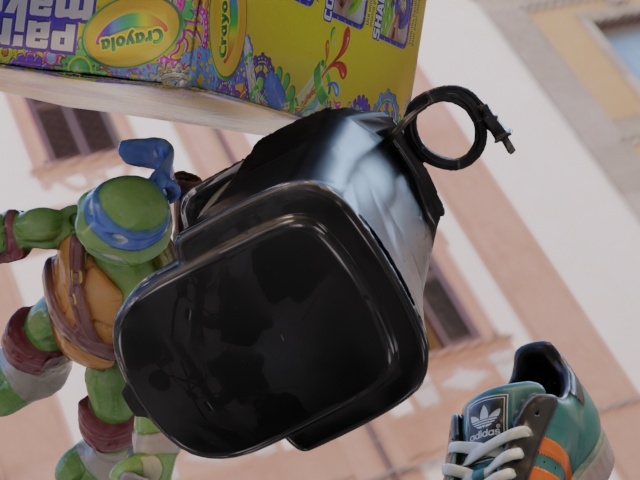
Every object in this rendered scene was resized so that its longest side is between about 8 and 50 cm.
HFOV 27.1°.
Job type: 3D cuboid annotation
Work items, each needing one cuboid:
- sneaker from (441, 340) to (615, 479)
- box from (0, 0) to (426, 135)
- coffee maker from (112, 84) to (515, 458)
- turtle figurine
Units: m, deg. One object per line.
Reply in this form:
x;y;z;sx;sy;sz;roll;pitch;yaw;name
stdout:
0.127;0.178;0.968;0.108;0.121;0.302;-16;14;31;sneaker
-0.117;-0.170;0.818;0.279;0.290;0.177;5;-86;-65;box
0.000;0.000;0.595;0.120;0.178;0.171;37;-75;-7;coffee maker
-0.175;0.084;0.795;0.198;0.274;0.266;15;-31;-4;turtle figurine
